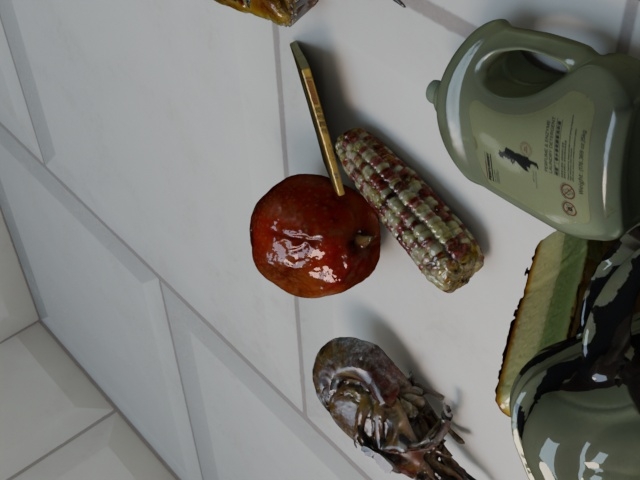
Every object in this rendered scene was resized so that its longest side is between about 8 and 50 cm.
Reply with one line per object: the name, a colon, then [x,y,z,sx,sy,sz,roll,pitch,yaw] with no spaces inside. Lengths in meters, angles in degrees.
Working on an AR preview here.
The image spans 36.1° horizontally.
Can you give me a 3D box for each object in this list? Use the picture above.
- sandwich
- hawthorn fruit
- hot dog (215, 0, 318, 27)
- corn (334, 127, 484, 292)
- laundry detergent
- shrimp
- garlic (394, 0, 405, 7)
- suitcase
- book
sandwich: [0.280,0.103,0.929,0.186,0.220,0.108,35,138,-12]
hawthorn fruit: [-0.008,0.001,1.297,0.179,0.173,0.174,42,149,30]
hot dog: [-0.103,-0.345,1.182,0.268,0.075,0.144,34,148,43]
corn: [0.101,-0.041,1.160,0.237,0.079,0.079,52,153,25]
laundry detergent: [0.193,-0.111,0.906,0.253,0.091,0.181,30,141,44]
shrimp: [0.130,0.264,1.390,0.343,0.145,0.116,41,-168,10]
garlic: [-0.045,-0.382,0.985,0.196,0.151,0.339,9,128,41]
suitcase: [0.313,0.137,0.697,0.339,0.351,0.194,64,-163,-9]
book: [-0.005,-0.153,1.228,0.118,0.012,0.172,-110,3,-62]
